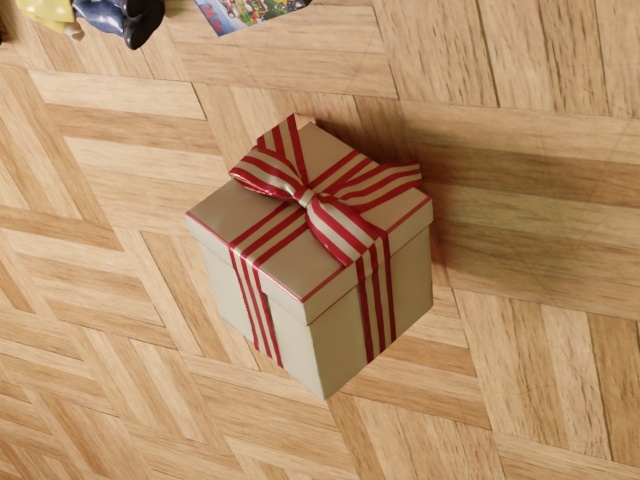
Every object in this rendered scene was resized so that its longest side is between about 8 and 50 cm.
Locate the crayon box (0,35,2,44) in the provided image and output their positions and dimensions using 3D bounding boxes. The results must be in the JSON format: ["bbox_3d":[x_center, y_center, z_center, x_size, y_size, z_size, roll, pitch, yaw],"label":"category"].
[{"bbox_3d":[-0.583,-0.393,1.518,0.202,0.081,0.318,12,142,4],"label":"crayon box"}]

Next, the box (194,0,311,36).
[{"bbox_3d":[-0.122,-0.360,1.251,0.159,0.044,0.233,-7,127,44],"label":"box"}]

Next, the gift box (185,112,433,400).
[{"bbox_3d":[0.000,0.000,1.407,0.255,0.276,0.258,31,151,30],"label":"gift box"}]

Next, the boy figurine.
[{"bbox_3d":[-0.348,-0.343,1.420,0.285,0.092,0.177,24,144,17],"label":"boy figurine"}]
